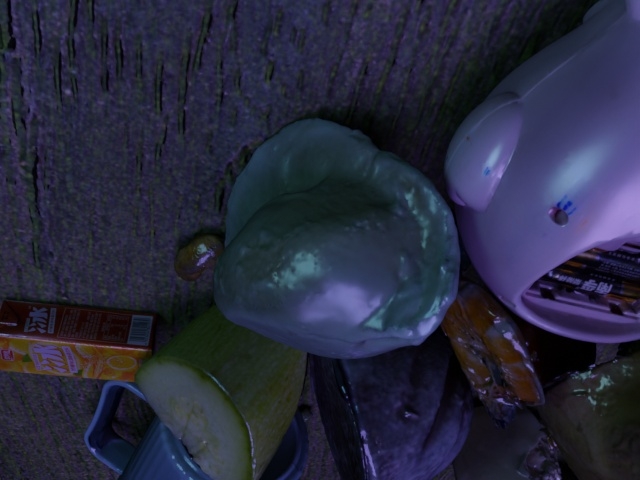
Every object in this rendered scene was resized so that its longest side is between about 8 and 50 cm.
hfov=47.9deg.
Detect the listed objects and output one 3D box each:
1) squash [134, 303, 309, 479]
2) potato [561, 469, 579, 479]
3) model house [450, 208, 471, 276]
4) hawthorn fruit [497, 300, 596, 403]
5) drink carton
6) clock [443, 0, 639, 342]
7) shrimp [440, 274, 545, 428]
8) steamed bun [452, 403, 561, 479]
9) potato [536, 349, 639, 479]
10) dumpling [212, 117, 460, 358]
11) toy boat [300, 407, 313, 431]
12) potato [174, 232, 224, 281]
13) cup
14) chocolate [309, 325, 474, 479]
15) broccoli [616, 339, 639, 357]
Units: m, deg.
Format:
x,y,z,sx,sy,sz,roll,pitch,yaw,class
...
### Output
x,y,z,sx,sy,sz,roll,pitch,yaw,class
-0.112,0.202,1.016,0.237,0.155,0.204,46,127,9,squash
0.438,0.532,1.431,0.262,0.165,0.165,19,132,-29,potato
0.137,0.045,0.930,0.120,0.148,0.148,-19,137,19,model house
0.307,0.145,1.036,0.169,0.169,0.188,-13,136,11,hawthorn fruit
-0.358,0.151,1.071,0.223,0.071,0.096,7,136,-10,drink carton
0.329,-0.073,0.745,0.369,0.250,0.376,13,134,-17,clock
0.215,0.156,0.868,0.062,0.164,0.316,-34,131,-7,shrimp
0.335,0.392,1.236,0.200,0.225,0.170,19,131,-18,steamed bun
0.418,0.252,0.834,0.301,0.237,0.289,-25,153,18,potato
-0.002,0.027,0.807,0.321,0.211,0.269,3,123,15,dumpling
-0.073,0.371,1.307,0.071,0.089,0.185,-25,154,-45,toy boat
-0.167,0.023,0.969,0.047,0.045,0.092,1,149,-49,potato
-0.203,0.360,1.203,0.257,0.331,0.311,-12,145,-41,cup
0.111,0.218,1.024,0.213,0.303,0.303,-15,137,-11,chocolate
0.580,0.163,1.073,0.243,0.263,0.247,-57,152,13,broccoli
